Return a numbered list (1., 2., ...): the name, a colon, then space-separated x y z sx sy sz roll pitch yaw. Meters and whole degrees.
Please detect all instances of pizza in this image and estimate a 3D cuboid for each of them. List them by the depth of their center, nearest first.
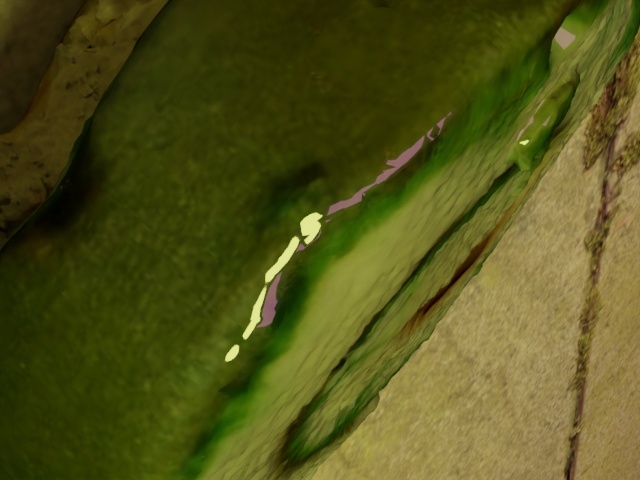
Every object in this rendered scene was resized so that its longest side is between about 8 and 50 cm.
1. pizza: -0.074 -0.073 0.582 0.188 0.080 0.204 -49 163 2

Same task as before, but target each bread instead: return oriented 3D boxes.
1. bread: 0.000 0.000 0.557 0.366 0.129 0.382 -42 165 -38
